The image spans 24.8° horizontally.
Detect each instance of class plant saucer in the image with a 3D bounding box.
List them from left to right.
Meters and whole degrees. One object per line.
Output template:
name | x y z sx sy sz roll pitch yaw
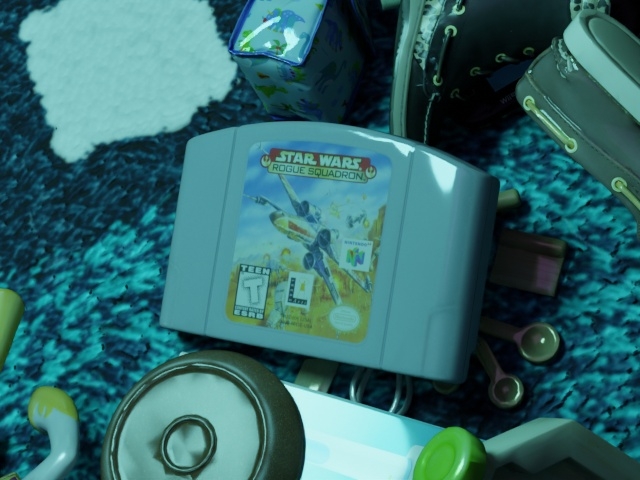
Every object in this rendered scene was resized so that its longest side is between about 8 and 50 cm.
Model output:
plant saucer | -0.097 0.160 1.112 0.168 0.029 0.168 -7 66 17

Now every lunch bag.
lunch bag | -0.004 -0.196 1.327 0.096 0.129 0.151 13 69 21

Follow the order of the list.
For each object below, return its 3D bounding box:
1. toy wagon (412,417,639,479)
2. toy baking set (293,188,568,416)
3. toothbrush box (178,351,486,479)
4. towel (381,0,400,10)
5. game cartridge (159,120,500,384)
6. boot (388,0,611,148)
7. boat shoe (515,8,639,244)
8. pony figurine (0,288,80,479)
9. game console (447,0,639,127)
toy wagon | 0.136 0.299 0.998 0.068 0.267 0.344 -6 54 59
toy baking set | 0.089 0.058 1.239 0.256 0.030 0.196 -11 64 12
toothbrush box | -0.004 0.236 1.134 0.296 0.126 0.216 13 73 22
towel | 0.185 -0.355 1.255 0.325 0.038 0.247 -13 107 5
game cartridge | 0.000 0.000 1.227 0.297 0.062 0.198 8 93 31
boot | 0.154 -0.153 1.245 0.179 0.085 0.236 7 98 7
boat shoe | 0.288 -0.036 1.162 0.324 0.116 0.097 49 123 8
pony figurine | -0.323 0.261 1.144 0.351 0.303 0.363 -38 35 19
game console | 0.265 -0.211 1.299 0.361 0.044 0.213 -30 61 3
